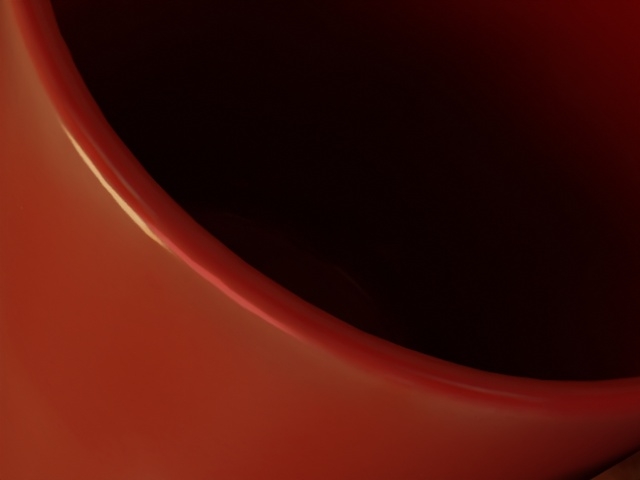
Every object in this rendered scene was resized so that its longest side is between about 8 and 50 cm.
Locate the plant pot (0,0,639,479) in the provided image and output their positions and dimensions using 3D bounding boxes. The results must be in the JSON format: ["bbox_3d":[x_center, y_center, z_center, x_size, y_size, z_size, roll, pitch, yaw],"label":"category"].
[{"bbox_3d":[0.000,0.000,0.560,0.275,0.275,0.243,41,138,8],"label":"plant pot"}]
